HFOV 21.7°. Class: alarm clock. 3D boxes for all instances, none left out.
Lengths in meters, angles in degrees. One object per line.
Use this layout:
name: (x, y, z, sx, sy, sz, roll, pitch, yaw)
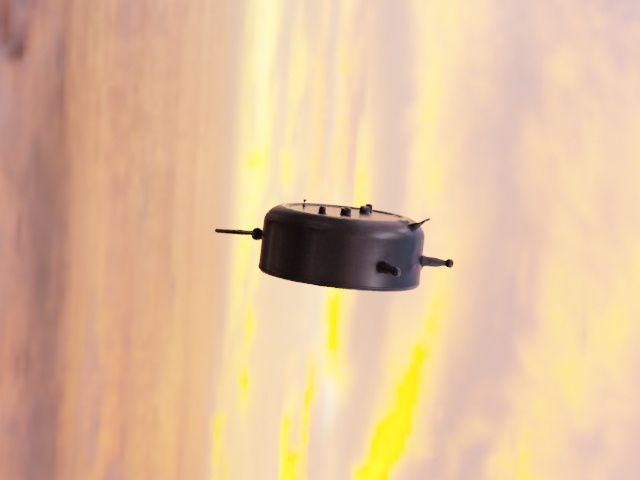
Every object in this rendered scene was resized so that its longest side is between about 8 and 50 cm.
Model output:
alarm clock: (0.000, 0.000, 1.338, 0.129, 0.192, 0.064, -7, 101, -63)
